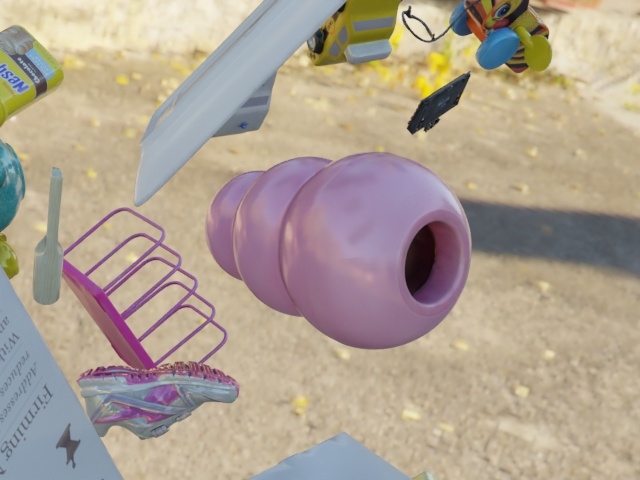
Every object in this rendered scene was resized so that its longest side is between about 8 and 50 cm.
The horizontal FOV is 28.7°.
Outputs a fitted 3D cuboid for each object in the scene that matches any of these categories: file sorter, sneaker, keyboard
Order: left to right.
[{"bbox_3d":[-0.332,0.110,2.360,0.182,0.290,0.202,-41,38,-17],"label":"file sorter"},{"bbox_3d":[-0.251,0.253,1.953,0.252,0.111,0.103,-2,6,0],"label":"sneaker"},{"bbox_3d":[0.213,-0.247,2.296,0.023,0.108,0.180,35,39,17],"label":"keyboard"}]

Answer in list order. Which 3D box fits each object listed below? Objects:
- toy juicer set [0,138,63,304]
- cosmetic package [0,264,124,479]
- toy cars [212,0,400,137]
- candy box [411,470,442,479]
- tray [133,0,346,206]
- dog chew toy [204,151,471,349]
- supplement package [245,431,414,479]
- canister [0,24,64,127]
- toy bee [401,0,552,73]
[{"bbox_3d":[-0.362,-0.029,1.329,0.090,0.209,0.329,-18,33,-31],"label":"toy juicer set"},{"bbox_3d":[-0.448,0.241,1.224,0.328,0.393,0.329,4,45,25],"label":"cosmetic package"},{"bbox_3d":[-0.032,-0.231,1.707,0.176,0.394,0.087,20,45,-60],"label":"toy cars"},{"bbox_3d":[0.172,0.456,1.807,0.316,0.183,0.087,38,26,-43],"label":"candy box"},{"bbox_3d":[-0.039,-0.142,0.872,0.030,0.270,0.145,43,15,-15],"label":"tray"},{"bbox_3d":[0.000,0.000,1.358,0.207,0.206,0.332,-6,11,-44],"label":"dog chew toy"},{"bbox_3d":[0.053,0.383,1.438,0.178,0.175,0.293,-21,32,-31],"label":"supplement package"},{"bbox_3d":[-0.477,-0.243,1.859,0.126,0.073,0.170,46,39,-2],"label":"canister"},{"bbox_3d":[0.272,-0.330,1.833,0.195,0.162,0.298,48,26,6],"label":"toy bee"}]
